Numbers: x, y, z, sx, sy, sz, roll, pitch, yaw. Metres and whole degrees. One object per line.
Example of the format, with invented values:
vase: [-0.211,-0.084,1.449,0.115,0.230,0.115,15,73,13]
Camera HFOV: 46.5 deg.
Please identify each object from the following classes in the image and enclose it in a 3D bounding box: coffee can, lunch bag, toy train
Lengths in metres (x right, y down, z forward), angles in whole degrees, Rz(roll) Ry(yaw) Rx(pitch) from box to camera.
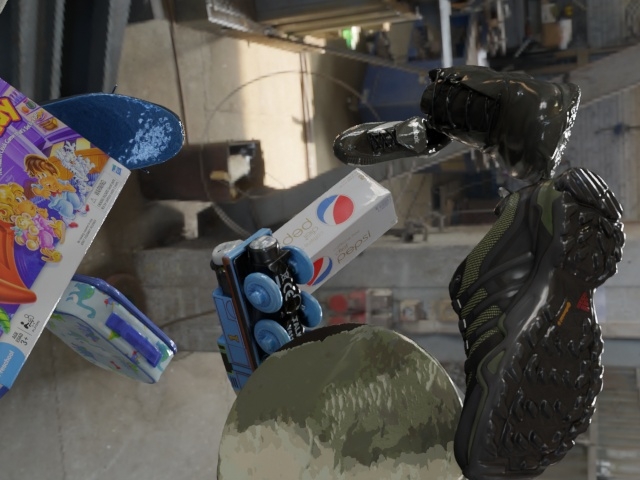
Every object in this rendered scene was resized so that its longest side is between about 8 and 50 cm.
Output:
coffee can: [0.065,0.214,0.649,0.275,0.201,0.202,48,44,-53]
lunch bag: [-0.347,0.142,1.208,0.219,0.176,0.090,52,56,-39]
toy train: [-0.056,0.076,0.738,0.080,0.105,0.184,-41,128,-44]

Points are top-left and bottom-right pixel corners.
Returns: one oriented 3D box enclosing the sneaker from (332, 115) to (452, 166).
sneaker: [0.138,-0.182,1.326,0.106,0.234,0.078,164,-83,-66]

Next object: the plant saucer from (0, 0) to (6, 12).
plant saucer: [-0.474,-0.313,0.641,0.400,0.400,0.101,53,22,-57]

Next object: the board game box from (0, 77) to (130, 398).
board game box: [-0.366,-0.022,0.773,0.233,0.078,0.347,37,36,-21]

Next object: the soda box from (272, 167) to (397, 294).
soda box: [0.000,0.000,1.011,0.216,0.074,0.069,-38,144,-14]

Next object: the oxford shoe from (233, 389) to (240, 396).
oxford shoe: [0.022,0.283,0.879,0.397,0.140,0.147,49,44,-18]

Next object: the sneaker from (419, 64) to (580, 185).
sneaker: [0.172,-0.128,0.770,0.286,0.130,0.109,-97,-159,-75]

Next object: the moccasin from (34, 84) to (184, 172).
moccasin: [-0.385,-0.178,1.175,0.117,0.341,0.138,-110,-158,-79]

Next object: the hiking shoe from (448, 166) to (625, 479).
hiking shoe: [0.138,0.061,0.530,0.086,0.114,0.227,28,74,-21]
